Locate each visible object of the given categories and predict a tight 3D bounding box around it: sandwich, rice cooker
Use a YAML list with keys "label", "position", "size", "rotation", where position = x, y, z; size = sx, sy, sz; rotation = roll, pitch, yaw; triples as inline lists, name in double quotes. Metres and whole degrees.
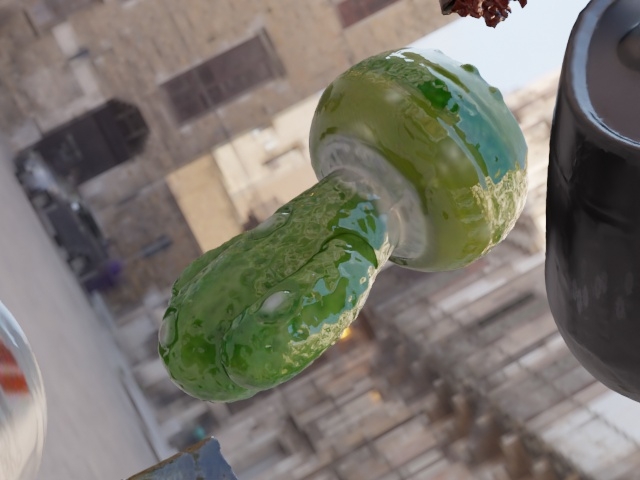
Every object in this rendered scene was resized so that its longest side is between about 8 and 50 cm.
- label: "sandwich"
  position: [-0.150, 0.259, 1.479]
  size: [0.074, 0.116, 0.074]
  rotation: [-36, -101, 56]
- label: "rice cooker"
  position: [0.257, -0.024, 0.861]
  size: [0.267, 0.267, 0.224]
  rotation: [-128, -159, -48]

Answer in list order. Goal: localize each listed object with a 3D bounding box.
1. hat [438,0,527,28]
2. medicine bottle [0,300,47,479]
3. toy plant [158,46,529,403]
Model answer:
- label: "hat"
  position: [0.122, -0.289, 0.997]
  size: [0.237, 0.107, 0.286]
  rotation: [-92, -169, -68]
- label: "medicine bottle"
  position: [-0.312, 0.159, 0.823]
  size: [0.325, 0.256, 0.256]
  rotation: [-75, 143, -64]
- label: "toy plant"
  position: [0.000, 0.000, 1.118]
  size: [0.224, 0.316, 0.184]
  rotation: [2, -53, 57]
